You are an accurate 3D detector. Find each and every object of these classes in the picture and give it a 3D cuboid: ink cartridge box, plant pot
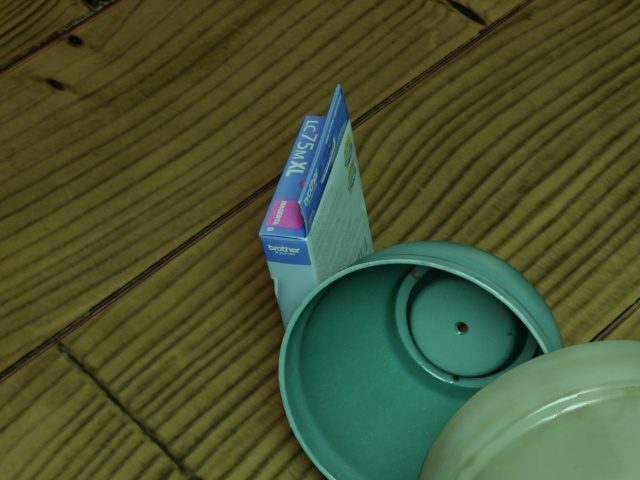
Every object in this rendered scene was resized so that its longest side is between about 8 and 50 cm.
[{"bbox_3d":[0.000,0.000,1.435,0.065,0.311,0.186,7,50,15],"label":"ink cartridge box"},{"bbox_3d":[0.129,0.121,1.355,0.293,0.293,0.196,11,24,19],"label":"plant pot"},{"bbox_3d":[0.267,0.291,1.083,0.323,0.323,0.280,-14,32,-3],"label":"plant pot"}]
